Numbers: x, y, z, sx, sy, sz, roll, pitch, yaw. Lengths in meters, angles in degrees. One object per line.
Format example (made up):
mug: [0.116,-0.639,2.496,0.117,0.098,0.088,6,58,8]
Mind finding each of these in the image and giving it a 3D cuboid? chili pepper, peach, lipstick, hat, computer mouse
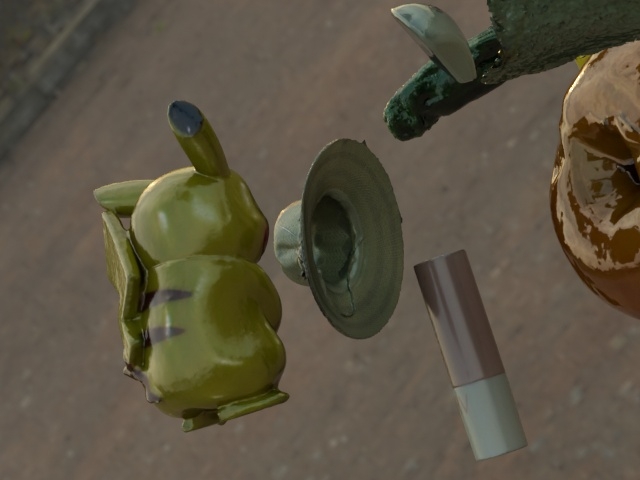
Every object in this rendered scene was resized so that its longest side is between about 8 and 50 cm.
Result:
chili pepper: [0.190,-0.226,2.576,0.224,0.098,0.061,-33,32,13]
peach: [0.409,-0.074,1.858,0.342,0.301,0.343,3,94,62]
lipstick: [0.186,0.142,2.213,0.070,0.254,0.070,-18,-5,-1]
hat: [0.000,0.000,2.216,0.110,0.252,0.252,-6,41,31]
computer mouse: [0.161,-0.265,2.358,0.056,0.181,0.089,-43,53,5]

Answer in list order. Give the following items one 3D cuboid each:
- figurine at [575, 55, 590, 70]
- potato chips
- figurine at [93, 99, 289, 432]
figurine: [0.413,-0.326,2.100,0.187,0.215,0.344,30,109,58]
potato chips: [0.210,-0.180,1.397,0.228,0.167,0.059,102,174,-55]
figurine: [-0.139,0.041,1.914,0.218,0.169,0.327,-24,65,52]
